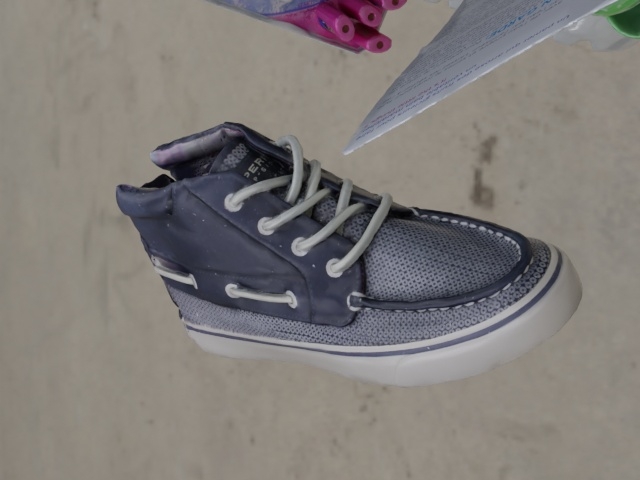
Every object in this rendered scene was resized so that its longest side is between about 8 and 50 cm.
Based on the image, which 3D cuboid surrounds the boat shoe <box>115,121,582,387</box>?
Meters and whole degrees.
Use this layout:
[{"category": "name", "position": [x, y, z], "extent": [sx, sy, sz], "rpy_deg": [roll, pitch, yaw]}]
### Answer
[{"category": "boat shoe", "position": [0.000, 0.000, 0.900], "extent": [0.340, 0.127, 0.158], "rpy_deg": [-4, 128, 40]}]

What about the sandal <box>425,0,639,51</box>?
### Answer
[{"category": "sandal", "position": [0.066, -0.259, 0.987], "extent": [0.169, 0.416, 0.102], "rpy_deg": [-85, 12, -50]}]

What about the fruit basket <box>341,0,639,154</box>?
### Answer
[{"category": "fruit basket", "position": [0.198, -0.172, 0.635], "extent": [0.327, 0.165, 0.353], "rpy_deg": [-27, 20, 35]}]

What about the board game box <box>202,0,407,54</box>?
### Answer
[{"category": "board game box", "position": [-0.027, -0.379, 1.096], "extent": [0.050, 0.389, 0.390], "rpy_deg": [37, 109, 51]}]
